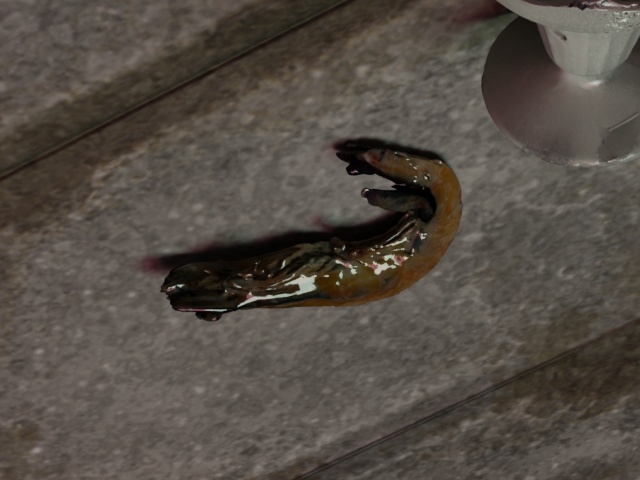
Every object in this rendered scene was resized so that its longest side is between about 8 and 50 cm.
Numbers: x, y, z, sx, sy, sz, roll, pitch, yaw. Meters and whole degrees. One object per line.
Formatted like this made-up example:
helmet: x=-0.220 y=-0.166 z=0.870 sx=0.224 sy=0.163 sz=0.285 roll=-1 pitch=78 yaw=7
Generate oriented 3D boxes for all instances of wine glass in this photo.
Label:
wine glass: x=0.158 y=-0.143 z=1.136 sx=0.164 sy=0.165 sz=0.196 roll=-16 pitch=148 yaw=-4

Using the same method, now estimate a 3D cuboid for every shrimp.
shrimp: x=0.000 y=0.000 z=1.342 sx=0.219 sy=0.046 sz=0.152 roll=-10 pitch=145 yaw=-19
